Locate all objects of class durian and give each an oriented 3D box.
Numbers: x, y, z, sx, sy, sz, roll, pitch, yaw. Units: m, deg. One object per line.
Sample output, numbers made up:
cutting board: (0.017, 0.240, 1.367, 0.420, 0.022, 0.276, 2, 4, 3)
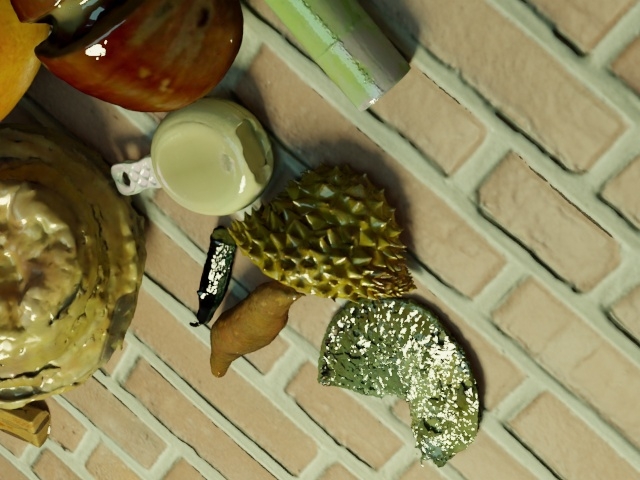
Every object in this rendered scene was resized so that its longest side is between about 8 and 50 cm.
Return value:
durian: (0.000, 0.002, 1.220, 0.182, 0.165, 0.132, 56, 170, 28)

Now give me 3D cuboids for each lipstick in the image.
lipstick: (-0.032, -0.264, 1.101, 0.304, 0.076, 0.076, 49, 129, -5)

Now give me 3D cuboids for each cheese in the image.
cheese: (-0.157, -0.089, 1.281, 0.227, 0.064, 0.137, -9, 107, 37)

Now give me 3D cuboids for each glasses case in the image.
glasses case: (-0.491, 0.256, 1.693, 0.169, 0.041, 0.065, 17, 136, 20)

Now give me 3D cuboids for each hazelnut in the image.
hazelnut: (-0.187, -0.246, 1.114, 0.217, 0.217, 0.251, -15, 128, 35)

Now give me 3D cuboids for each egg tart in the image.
egg tart: (-0.370, 0.026, 1.308, 0.352, 0.352, 0.150, 50, 168, -4)

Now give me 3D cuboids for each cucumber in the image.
cucumber: (-0.135, 0.056, 1.370, 0.043, 0.039, 0.163, 41, 131, 31)

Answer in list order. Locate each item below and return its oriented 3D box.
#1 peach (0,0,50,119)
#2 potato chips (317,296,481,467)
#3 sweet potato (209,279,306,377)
peach: (-0.433, -0.244, 1.209, 0.289, 0.289, 0.308, 10, 99, 25)
potato chips: (0.097, 0.164, 1.304, 0.220, 0.029, 0.202, 43, 127, 4)
sweet potato: (-0.075, 0.097, 1.312, 0.066, 0.072, 0.314, 65, 151, 8)
